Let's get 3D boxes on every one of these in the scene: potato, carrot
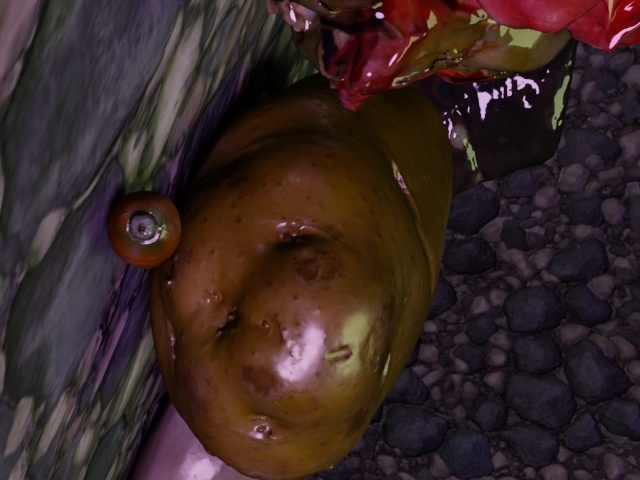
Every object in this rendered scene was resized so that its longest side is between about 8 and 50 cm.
[{"bbox_3d":[0.000,0.000,0.836,0.176,0.195,0.369,-31,-167,28],"label":"potato"},{"bbox_3d":[-0.084,-0.003,0.644,0.142,0.035,0.035,142,-28,-83],"label":"carrot"}]

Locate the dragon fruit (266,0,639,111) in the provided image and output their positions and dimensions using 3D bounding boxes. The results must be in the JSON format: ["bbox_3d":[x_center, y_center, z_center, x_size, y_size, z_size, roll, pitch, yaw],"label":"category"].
[{"bbox_3d":[0.095,-0.184,0.518,0.303,0.237,0.231,-44,154,-2],"label":"dragon fruit"}]

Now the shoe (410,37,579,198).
[{"bbox_3d":[0.153,-0.141,1.500,0.171,0.237,0.384,13,100,-86],"label":"shoe"}]

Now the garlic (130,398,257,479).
[{"bbox_3d":[-0.081,0.188,1.130,0.325,0.132,0.279,-70,171,-45],"label":"garlic"}]
